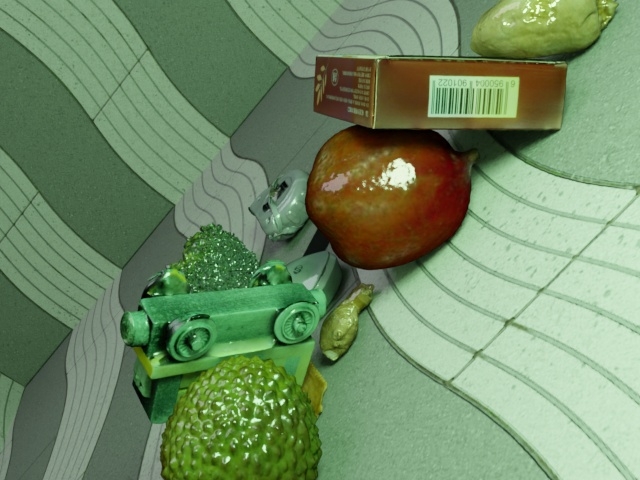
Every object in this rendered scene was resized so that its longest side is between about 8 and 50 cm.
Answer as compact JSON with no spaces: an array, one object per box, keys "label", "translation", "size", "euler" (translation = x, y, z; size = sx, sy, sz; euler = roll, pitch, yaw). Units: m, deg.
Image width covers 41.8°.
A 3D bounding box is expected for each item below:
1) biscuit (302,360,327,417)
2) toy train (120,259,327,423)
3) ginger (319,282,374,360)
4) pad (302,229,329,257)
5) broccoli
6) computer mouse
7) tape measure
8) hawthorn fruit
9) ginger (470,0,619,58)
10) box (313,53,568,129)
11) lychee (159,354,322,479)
[{"label":"biscuit","translation":[-0.073,0.341,1.621],"size":[0.232,0.013,0.237],"euler":[-53,21,0]},{"label":"toy train","translation":[-0.173,0.183,1.506],"size":[0.160,0.397,0.253],"euler":[47,130,43]},{"label":"ginger","translation":[0.049,0.146,1.586],"size":[0.165,0.067,0.096],"euler":[-58,-2,-12]},{"label":"pad","translation":[0.000,0.000,2.034],"size":[0.112,0.003,0.157],"euler":[-16,42,59]},{"label":"broccoli","translation":[-0.329,0.161,2.190],"size":[0.397,0.275,0.353],"euler":[-48,-24,-1]},{"label":"computer mouse","translation":[-0.063,0.106,1.856],"size":[0.288,0.097,0.159],"euler":[-22,37,51]},{"label":"tape measure","translation":[-0.088,-0.098,2.230],"size":[0.197,0.120,0.236],"euler":[-49,24,6]},{"label":"hawthorn fruit","translation":[0.120,-0.080,1.537],"size":[0.311,0.295,0.295],"euler":[7,60,41]},{"label":"ginger","translation":[0.398,-0.401,1.521],"size":[0.267,0.138,0.152],"euler":[-5,15,25]},{"label":"box","translation":[0.201,-0.279,1.551],"size":[0.385,0.344,0.122],"euler":[-141,51,-70]},{"label":"lychee","translation":[-0.135,0.349,1.379],"size":[0.320,0.270,0.270],"euler":[-61,21,-8]}]
